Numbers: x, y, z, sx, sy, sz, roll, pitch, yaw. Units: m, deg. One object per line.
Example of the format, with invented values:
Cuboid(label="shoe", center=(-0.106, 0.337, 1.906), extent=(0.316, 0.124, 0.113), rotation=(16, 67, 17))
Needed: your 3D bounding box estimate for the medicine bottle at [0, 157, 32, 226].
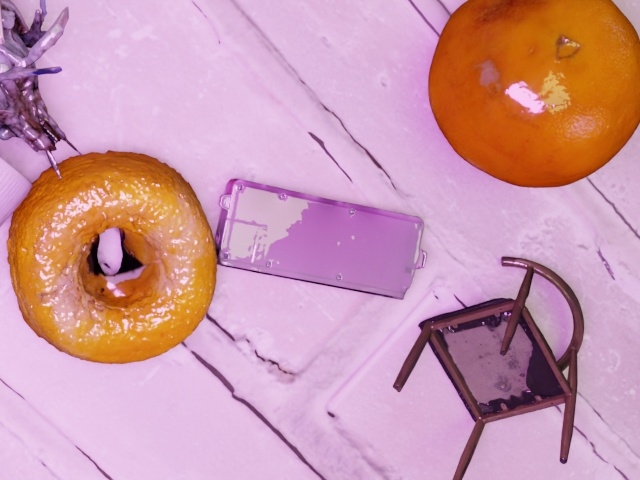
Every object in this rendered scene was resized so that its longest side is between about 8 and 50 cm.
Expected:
Cuboid(label="medicine bottle", center=(-0.439, 0.002, 0.987), extent=(0.165, 0.165, 0.273), rotation=(39, 82, -17))

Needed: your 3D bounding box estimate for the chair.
Cuboid(label="chair", center=(0.230, 0.157, 1.239), extent=(0.188, 0.166, 0.272), rotation=(59, 34, -13))

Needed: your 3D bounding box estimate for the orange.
Cuboid(label="orange", center=(0.261, -0.192, 1.175), extent=(0.261, 0.261, 0.261), rotation=(-1, 95, -19))

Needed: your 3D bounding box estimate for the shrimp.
Cuboid(label="shrimp", center=(-0.389, -0.247, 0.994), extent=(0.410, 0.166, 0.221), rotation=(42, 49, 0))

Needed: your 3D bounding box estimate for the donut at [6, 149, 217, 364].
Cuboid(label="donut", center=(-0.229, 0.024, 1.094), extent=(0.253, 0.118, 0.253), rotation=(-8, 111, -21))

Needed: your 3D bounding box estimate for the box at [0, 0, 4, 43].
Cuboid(label="box", center=(-0.385, -0.223, 0.904), extent=(0.167, 0.024, 0.090), rotation=(-6, 83, -12))

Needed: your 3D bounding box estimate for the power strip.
Cuboid(label="power strip", center=(0.000, 0.000, 1.203), extent=(0.279, 0.037, 0.109), rotation=(11, 91, -20))
